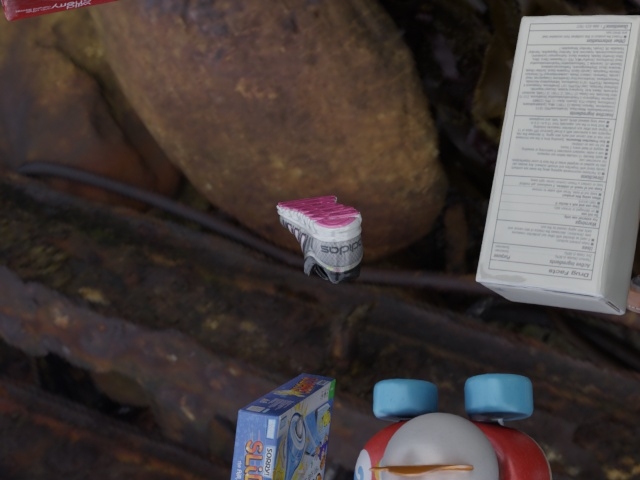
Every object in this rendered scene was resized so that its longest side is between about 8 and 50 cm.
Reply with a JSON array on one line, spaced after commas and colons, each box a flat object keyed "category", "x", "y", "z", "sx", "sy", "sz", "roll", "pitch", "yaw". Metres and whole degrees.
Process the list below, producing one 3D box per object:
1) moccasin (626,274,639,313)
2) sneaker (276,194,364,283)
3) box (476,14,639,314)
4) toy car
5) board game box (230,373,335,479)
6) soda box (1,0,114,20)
[{"category": "moccasin", "x": 0.561, "y": 0.142, "z": 1.524, "sx": 0.380, "sy": 0.147, "sz": 0.139, "roll": 22, "pitch": -178, "yaw": -40}, {"category": "sneaker", "x": 0.000, "y": 0.000, "z": 1.054, "sx": 0.170, "sy": 0.063, "sz": 0.074, "roll": -149, "pitch": 50, "yaw": -69}, {"category": "box", "x": 0.282, "y": -0.084, "z": 1.199, "sx": 0.148, "sy": 0.311, "sz": 0.121, "roll": 8, "pitch": 171, "yaw": 29}, {"category": "toy car", "x": 0.107, "y": 0.234, "z": 1.079, "sx": 0.210, "sy": 0.219, "sz": 0.238, "roll": -6, "pitch": 161, "yaw": 24}, {"category": "board game box", "x": -0.032, "y": 0.194, "z": 0.910, "sx": 0.035, "sy": 0.201, "sz": 0.136, "roll": 8, "pitch": 93, "yaw": 13}, {"category": "soda box", "x": -0.212, "y": -0.310, "z": 1.137, "sx": 0.083, "sy": 0.263, "sz": 0.092, "roll": 134, "pitch": 120, "yaw": -71}]
